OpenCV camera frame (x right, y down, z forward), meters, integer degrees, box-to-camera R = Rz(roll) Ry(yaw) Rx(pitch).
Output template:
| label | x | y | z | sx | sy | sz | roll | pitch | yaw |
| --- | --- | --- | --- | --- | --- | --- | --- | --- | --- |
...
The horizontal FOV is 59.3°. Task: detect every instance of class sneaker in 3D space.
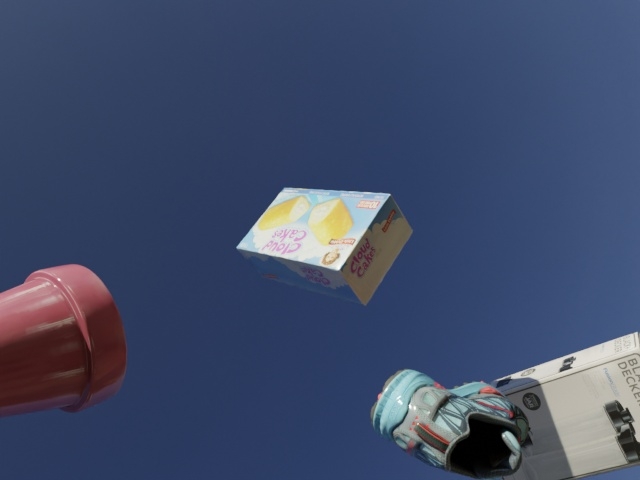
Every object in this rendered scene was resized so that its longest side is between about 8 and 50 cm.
| label | x | y | z | sx | sy | sz | roll | pitch | yaw |
| --- | --- | --- | --- | --- | --- | --- | --- | --- | --- |
| sneaker | 0.174 | 0.227 | 0.631 | 0.262 | 0.125 | 0.104 | 20 | -84 | -40 |

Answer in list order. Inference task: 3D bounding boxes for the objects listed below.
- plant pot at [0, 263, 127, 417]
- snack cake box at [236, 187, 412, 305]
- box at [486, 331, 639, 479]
| label | x | y | z | sx | sy | sz | roll | pitch | yaw |
| --- | --- | --- | --- | --- | --- | --- | --- | --- | --- |
| plant pot | -0.387 | 0.143 | 0.734 | 0.180 | 0.201 | 0.201 | -12 | -79 | -51 |
| snack cake box | 0.000 | 0.000 | 0.931 | 0.152 | 0.264 | 0.089 | -53 | -53 | -23 |
| box | 0.404 | 0.280 | 0.902 | 0.087 | 0.290 | 0.169 | -13 | -103 | -61 |
